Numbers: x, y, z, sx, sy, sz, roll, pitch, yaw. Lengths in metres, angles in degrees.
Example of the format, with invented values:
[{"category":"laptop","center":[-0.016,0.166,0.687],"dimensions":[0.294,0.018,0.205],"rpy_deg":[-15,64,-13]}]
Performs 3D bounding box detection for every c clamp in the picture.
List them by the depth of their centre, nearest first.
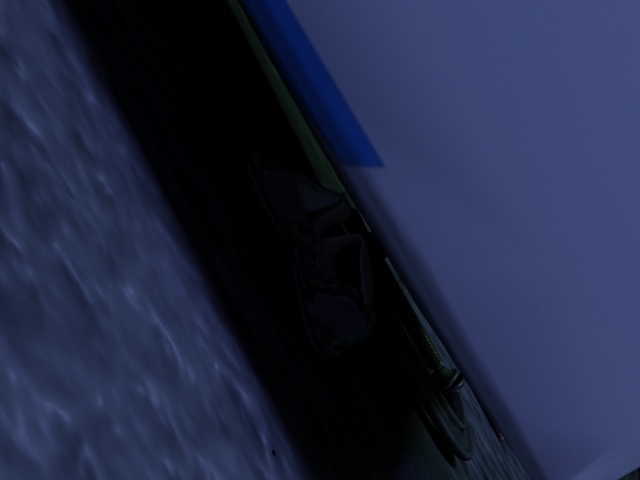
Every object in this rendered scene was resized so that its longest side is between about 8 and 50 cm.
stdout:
[{"category":"c clamp","center":[0.054,0.051,0.849],"dimensions":[0.160,0.022,0.137],"rpy_deg":[61,9,-11]}]

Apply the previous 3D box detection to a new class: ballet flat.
[{"category":"ballet flat","center":[0.000,0.000,0.648],"dimensions":[0.041,0.041,0.114],"rpy_deg":[49,17,-56]}]

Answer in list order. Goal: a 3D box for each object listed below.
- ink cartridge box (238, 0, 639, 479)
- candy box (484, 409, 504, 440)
[{"category":"ink cartridge box","center":[0.080,-0.072,0.670],"dimensions":[0.285,0.166,0.395],"rpy_deg":[59,2,-1]},{"category":"candy box","center":[0.143,0.047,1.079],"dimensions":[0.186,0.109,0.053],"rpy_deg":[62,10,-13]}]
